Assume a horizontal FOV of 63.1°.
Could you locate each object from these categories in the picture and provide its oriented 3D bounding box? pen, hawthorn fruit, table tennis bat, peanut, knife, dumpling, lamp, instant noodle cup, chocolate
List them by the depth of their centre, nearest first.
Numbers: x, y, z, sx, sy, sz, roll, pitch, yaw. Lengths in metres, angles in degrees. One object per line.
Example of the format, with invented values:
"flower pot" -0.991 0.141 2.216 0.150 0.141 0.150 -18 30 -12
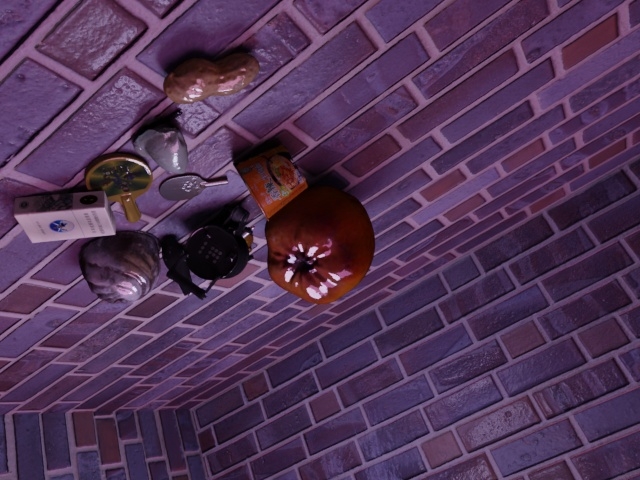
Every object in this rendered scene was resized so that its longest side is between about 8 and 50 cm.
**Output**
"peanut" -0.284 -0.431 1.381 0.263 0.101 0.117 -15 172 -16
"knife" -0.475 -0.336 1.507 0.170 0.010 0.023 -25 154 7
"dumpling" -0.463 -0.276 1.552 0.105 0.149 0.216 -57 167 -18
"table tennis bat" -0.631 -0.164 1.671 0.198 0.050 0.321 -13 148 -14
"instant noodle cup" -0.163 -0.207 1.768 0.182 0.230 0.230 -31 153 -3
"table tennis bat" -0.436 -0.188 1.800 0.234 0.022 0.131 -11 150 -18
"chocolate" -0.727 0.128 1.943 0.303 0.213 0.303 -18 151 -10
"lamp" -0.396 0.059 2.001 0.374 0.205 0.272 -56 175 -20
"hawthorn fruit" 0.000 0.000 2.054 0.472 0.471 0.472 -18 153 -10
"pen" -0.351 0.004 2.142 0.218 0.026 0.026 -36 150 17

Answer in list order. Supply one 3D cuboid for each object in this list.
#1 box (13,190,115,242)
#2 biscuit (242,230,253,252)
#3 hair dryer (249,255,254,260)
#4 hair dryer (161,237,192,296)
"box" -0.795 -0.073 1.640 0.256 0.069 0.164 -6 150 -12
"biscuit" -0.370 0.033 2.233 0.180 0.039 0.236 -4 146 -31
"hair dryer" -0.330 0.094 2.340 0.079 0.031 0.083 -22 -163 -18
"hair dryer" -0.519 0.093 2.099 0.091 0.235 0.272 -24 180 18
